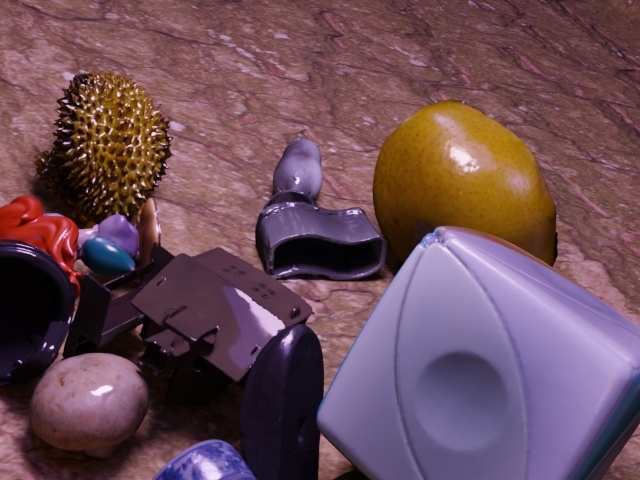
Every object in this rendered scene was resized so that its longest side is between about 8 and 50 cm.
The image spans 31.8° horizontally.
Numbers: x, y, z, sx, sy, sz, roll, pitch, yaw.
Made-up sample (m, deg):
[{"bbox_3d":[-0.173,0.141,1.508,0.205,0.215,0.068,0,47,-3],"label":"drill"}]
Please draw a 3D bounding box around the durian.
[{"bbox_3d":[-0.375,-0.160,1.982,0.258,0.258,0.293,11,39,-10],"label":"durian"}]

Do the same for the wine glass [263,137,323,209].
[{"bbox_3d":[-0.047,-0.109,2.183,0.103,0.103,0.222,15,33,-4],"label":"wine glass"}]

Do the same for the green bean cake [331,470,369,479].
[{"bbox_3d":[0.046,0.414,1.463,0.214,0.113,0.200,-20,48,-44],"label":"green bean cake"}]

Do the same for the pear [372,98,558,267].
[{"bbox_3d":[0.233,-0.039,2.016,0.191,0.340,0.387,-36,94,-42],"label":"pear"}]

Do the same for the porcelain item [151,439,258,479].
[{"bbox_3d":[-0.142,0.345,1.443,0.147,0.147,0.114,-15,46,-39],"label":"porcelain item"}]

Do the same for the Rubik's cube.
[{"bbox_3d":[0.248,0.208,1.560,0.347,0.352,0.352,36,10,23],"label":"Rubik's cube"}]

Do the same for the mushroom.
[{"bbox_3d":[-0.318,0.229,1.553,0.166,0.127,0.166,1,23,0],"label":"mushroom"}]

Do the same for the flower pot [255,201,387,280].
[{"bbox_3d":[0.000,0.000,2.041,0.229,0.103,0.108,1,36,-23],"label":"flower pot"}]

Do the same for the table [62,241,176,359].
[{"bbox_3d":[-0.300,0.104,1.691,0.062,0.175,0.146,36,37,20],"label":"table"}]

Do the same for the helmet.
[{"bbox_3d":[-0.456,0.101,1.599,0.189,0.216,0.193,38,-2,-22],"label":"helmet"}]

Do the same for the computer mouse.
[{"bbox_3d":[-0.060,0.248,1.557,0.086,0.270,0.137,3,0,28],"label":"computer mouse"}]

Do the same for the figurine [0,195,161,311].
[{"bbox_3d":[-0.388,0.017,1.783,0.257,0.181,0.208,-3,68,-18],"label":"figurine"}]

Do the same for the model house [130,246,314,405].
[{"bbox_3d":[-0.178,0.154,1.639,0.211,0.204,0.243,33,27,20],"label":"model house"}]
